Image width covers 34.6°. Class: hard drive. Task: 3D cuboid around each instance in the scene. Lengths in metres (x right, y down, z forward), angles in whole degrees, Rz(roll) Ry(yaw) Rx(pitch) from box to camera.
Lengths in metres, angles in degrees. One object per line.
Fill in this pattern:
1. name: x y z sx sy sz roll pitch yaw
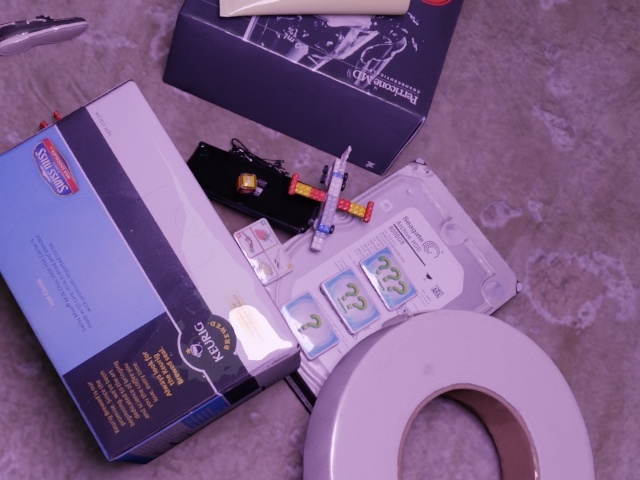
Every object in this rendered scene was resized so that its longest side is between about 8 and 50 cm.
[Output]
1. hard drive: 0.074 0.064 1.347 0.339 0.064 0.237 -32 80 -26

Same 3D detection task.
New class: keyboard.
1. keyboard: -0.087 -0.071 1.362 0.192 0.038 0.100 24 60 12

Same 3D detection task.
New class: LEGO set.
1. LEGO set: 0.000 0.000 1.279 0.183 0.060 0.244 -29 84 -25

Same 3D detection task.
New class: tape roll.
1. tape roll: 0.161 0.275 1.229 0.392 0.072 0.391 8 72 -27

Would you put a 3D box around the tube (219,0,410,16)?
1. tube: -0.009 -0.318 1.289 0.240 0.062 0.070 -1 26 -11

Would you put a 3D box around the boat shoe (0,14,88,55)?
1. boat shoe: -0.374 -0.282 1.369 0.125 0.046 0.038 -20 80 -14

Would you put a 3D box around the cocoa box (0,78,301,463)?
1. cocoa box: -0.206 0.048 1.153 0.228 0.231 0.347 -32 79 -7

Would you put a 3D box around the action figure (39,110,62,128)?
1. action figure: -0.312 -0.113 1.326 0.038 0.030 0.115 -41 89 -21

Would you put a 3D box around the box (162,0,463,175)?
1. box: 0.005 -0.314 1.418 0.343 0.179 0.312 22 65 -6
